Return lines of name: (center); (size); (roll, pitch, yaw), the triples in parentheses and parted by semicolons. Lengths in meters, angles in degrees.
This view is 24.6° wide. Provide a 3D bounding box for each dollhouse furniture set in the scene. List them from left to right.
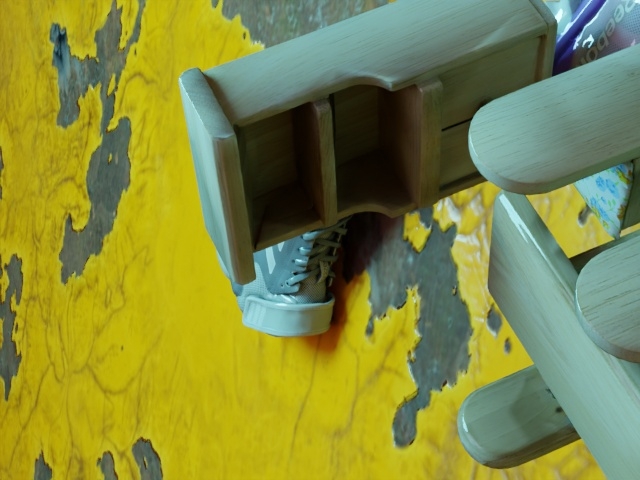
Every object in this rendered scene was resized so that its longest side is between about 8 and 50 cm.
dollhouse furniture set: (0.064, 0.020, 0.607); (0.212, 0.161, 0.242); (85, 159, -54)

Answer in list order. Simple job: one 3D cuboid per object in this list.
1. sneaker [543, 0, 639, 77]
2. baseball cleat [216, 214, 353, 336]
sneaker: (0.170, -0.105, 0.654); (0.236, 0.095, 0.105); (-58, 42, 46)
baseball cleat: (0.000, 0.000, 0.962); (0.206, 0.072, 0.109); (-41, 62, 56)
